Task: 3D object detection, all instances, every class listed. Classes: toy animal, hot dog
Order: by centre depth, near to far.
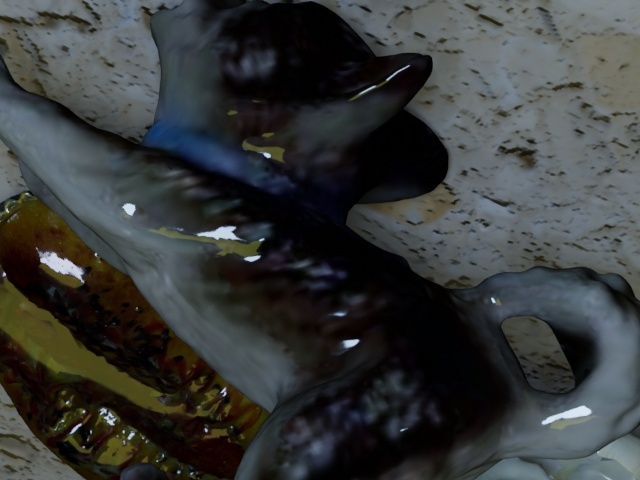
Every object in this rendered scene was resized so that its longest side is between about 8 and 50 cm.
[{"bbox_3d":[0.000,0.000,0.927,0.303,0.344,0.194,-19,161,-3],"label":"toy animal"},{"bbox_3d":[-0.129,0.081,1.107,0.162,0.082,0.270,-27,116,27],"label":"hot dog"}]

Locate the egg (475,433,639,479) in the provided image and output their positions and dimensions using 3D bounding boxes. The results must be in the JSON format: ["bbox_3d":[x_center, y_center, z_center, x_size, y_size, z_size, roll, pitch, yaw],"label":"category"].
[{"bbox_3d":[0.114,0.282,1.077,0.278,0.278,0.336,22,126,-5],"label":"egg"}]
